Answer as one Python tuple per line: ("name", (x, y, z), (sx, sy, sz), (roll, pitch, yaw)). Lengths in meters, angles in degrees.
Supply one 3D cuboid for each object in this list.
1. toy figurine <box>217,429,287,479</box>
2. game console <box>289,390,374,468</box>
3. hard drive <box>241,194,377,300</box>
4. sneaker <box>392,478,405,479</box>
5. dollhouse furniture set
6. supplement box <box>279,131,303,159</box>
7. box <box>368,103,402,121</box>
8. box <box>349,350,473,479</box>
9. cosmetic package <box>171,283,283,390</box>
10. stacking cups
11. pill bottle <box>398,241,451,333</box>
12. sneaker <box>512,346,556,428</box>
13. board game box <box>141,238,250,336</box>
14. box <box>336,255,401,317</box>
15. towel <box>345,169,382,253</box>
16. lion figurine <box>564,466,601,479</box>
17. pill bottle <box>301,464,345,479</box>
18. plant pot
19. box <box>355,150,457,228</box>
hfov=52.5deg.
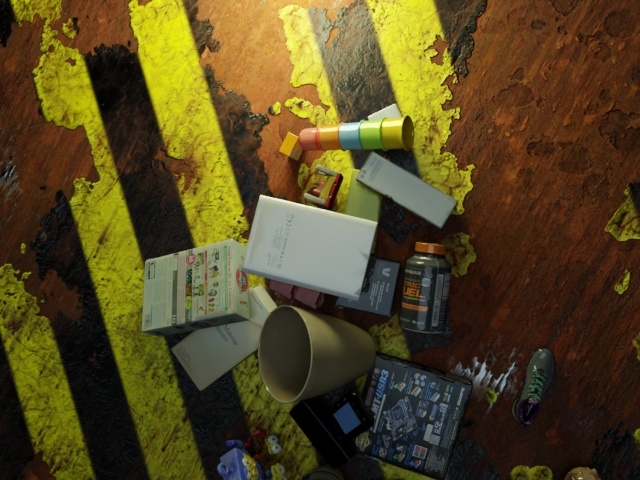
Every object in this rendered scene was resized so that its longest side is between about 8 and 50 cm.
("toy figurine", (-0.223, 0.681, 1.776), (0.191, 0.217, 0.362), (-29, 48, 16))
("game console", (0.040, 0.496, 1.781), (0.044, 0.361, 0.213), (-32, 76, -35))
("hard drive", (-0.029, 0.019, 1.704), (0.318, 0.040, 0.210), (14, 87, 7))
("sneaker", (0.198, 0.746, 1.878), (0.170, 0.051, 0.089), (-12, 85, 6))
("dollhouse furniture set", (0.000, 0.000, 1.824), (0.152, 0.201, 0.374), (23, 88, 8))
("supplement box", (-0.078, -0.270, 1.872), (0.036, 0.098, 0.062), (29, 97, 11))
("box", (0.195, -0.317, 1.828), (0.087, 0.101, 0.102), (-26, 89, 8))
("box", (0.253, 0.499, 1.853), (0.293, 0.073, 0.296), (15, 94, 9))
("cosmetic package", (-0.262, 0.284, 1.908), (0.309, 0.113, 0.160), (-38, 85, 9))
("stacking cups", (0.095, -0.288, 1.773), (0.316, 0.096, 0.096), (3, 92, 30))
("pill bottle", (0.294, 0.127, 1.809), (0.130, 0.130, 0.246), (7, 92, 9))
("sneaker", (0.598, 0.408, 1.784), (0.083, 0.098, 0.224), (17, 94, 8))
("board game box", (-0.358, 0.140, 1.860), (0.303, 0.097, 0.224), (-13, 66, 22))
("box", (0.140, 0.123, 1.851), (0.158, 0.093, 0.156), (12, 93, 9))
("towel", (0.124, -0.084, 1.887), (0.102, 0.021, 0.237), (8, 92, 3))
("lion figurine", (0.617, 0.791, 1.773), (0.392, 0.142, 0.240), (-27, 80, 13))
("pill bottle", (-0.001, 0.728, 1.796), (0.152, 0.272, 0.152), (0, 92, 8))
("plant pot", (0.012, 0.308, 1.779), (0.256, 0.274, 0.256), (-10, 77, 53))
("box", (0.238, -0.140, 1.813), (0.275, 0.113, 0.094), (31, 94, 4))
